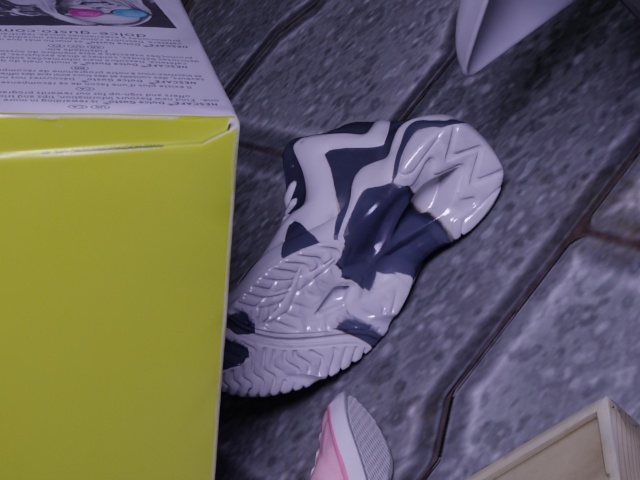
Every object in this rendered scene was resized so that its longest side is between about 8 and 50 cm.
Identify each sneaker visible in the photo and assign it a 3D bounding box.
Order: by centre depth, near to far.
[{"bbox_3d":[0.005,0.143,0.934,0.070,0.051,0.134,-35,30,15],"label":"sneaker"},{"bbox_3d":[0.000,0.000,1.113,0.235,0.094,0.153,-49,22,-3],"label":"sneaker"}]

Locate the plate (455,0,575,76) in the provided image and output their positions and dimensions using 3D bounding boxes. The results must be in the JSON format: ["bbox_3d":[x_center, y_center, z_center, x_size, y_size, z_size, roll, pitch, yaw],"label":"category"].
[{"bbox_3d":[0.179,-0.261,0.978,0.277,0.045,0.278,-38,-25,-35],"label":"plate"}]

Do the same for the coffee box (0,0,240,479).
[{"bbox_3d":[-0.247,0.033,1.019,0.334,0.338,0.337,-119,32,-66],"label":"coffee box"}]

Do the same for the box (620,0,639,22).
[{"bbox_3d":[0.310,-0.207,0.816,0.345,0.168,0.215,-43,24,11],"label":"box"}]

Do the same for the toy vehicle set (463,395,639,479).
[{"bbox_3d":[0.049,0.201,0.791,0.267,0.035,0.166,-36,26,25],"label":"toy vehicle set"}]
